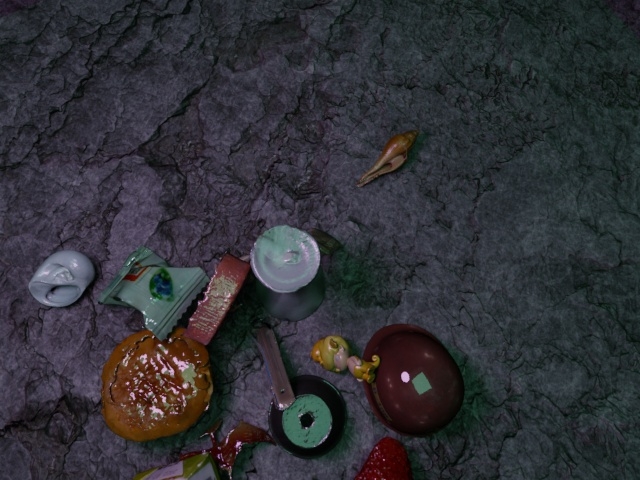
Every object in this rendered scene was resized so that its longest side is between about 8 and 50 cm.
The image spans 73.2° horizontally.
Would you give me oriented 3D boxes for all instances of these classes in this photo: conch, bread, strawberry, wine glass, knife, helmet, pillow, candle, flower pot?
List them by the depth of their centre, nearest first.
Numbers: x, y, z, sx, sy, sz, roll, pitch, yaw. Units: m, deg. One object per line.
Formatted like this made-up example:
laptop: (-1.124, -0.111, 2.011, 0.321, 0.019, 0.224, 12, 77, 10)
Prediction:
strawberry: (0.206, 0.749, 1.352, 0.205, 0.205, 0.245, 15, 52, 4)
candle: (-0.323, 0.206, 1.368, 0.131, 0.317, 0.287, 28, 37, -5)
flower pot: (-0.044, 0.573, 1.394, 0.268, 0.166, 0.269, 0, 72, 1)
helmet: (0.315, 0.450, 1.401, 0.337, 0.230, 0.385, -21, 76, -6)
bread: (-0.515, 0.456, 1.406, 0.357, 0.204, 0.337, -13, 76, 0)
wine glass: (-0.100, 0.106, 1.409, 0.266, 0.406, 0.267, 1, 73, -3)
knife: (-0.164, 0.403, 1.429, 0.089, 0.043, 0.365, -27, 44, -5)
conch: (-0.912, 0.136, 1.538, 0.221, 0.121, 0.185, -31, 80, -2)
pillow: (0.002, 0.002, 1.551, 0.135, 0.211, 0.034, 33, 106, 9)
conch: (0.272, -0.324, 1.709, 0.330, 0.093, 0.109, -43, 96, 8)

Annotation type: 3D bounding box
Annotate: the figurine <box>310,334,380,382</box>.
figurine: (0.077, 0.392, 1.445, 0.246, 0.157, 0.131, 21, 39, 37)

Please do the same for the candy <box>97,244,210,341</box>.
candy: (-0.593, 0.155, 1.471, 0.397, 0.172, 0.263, 12, 48, 39)

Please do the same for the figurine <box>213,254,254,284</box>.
figurine: (-0.310, 0.114, 1.553, 0.137, 0.125, 0.125, -15, 74, -15)

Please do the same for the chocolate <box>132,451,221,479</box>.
chocolate: (-0.419, 0.821, 1.266, 0.288, 0.137, 0.301, -23, 82, 17)

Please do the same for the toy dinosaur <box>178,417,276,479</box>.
toy dinosaur: (-0.332, 0.712, 1.395, 0.206, 0.113, 0.327, 28, 62, 34)
